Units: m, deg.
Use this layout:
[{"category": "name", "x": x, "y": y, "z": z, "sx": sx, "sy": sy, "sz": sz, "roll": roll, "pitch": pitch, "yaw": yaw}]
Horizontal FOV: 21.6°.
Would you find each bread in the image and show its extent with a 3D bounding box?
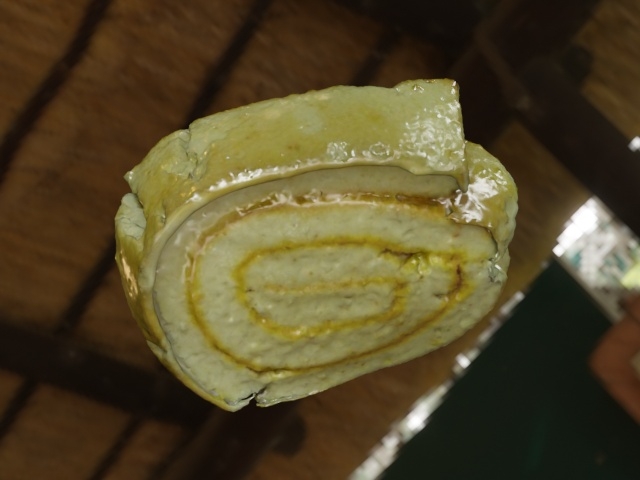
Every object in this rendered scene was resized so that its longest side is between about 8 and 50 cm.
[{"category": "bread", "x": 0.000, "y": 0.000, "z": 0.647, "sx": 0.156, "sy": 0.064, "sz": 0.117, "roll": -12, "pitch": -49, "yaw": -8}]
